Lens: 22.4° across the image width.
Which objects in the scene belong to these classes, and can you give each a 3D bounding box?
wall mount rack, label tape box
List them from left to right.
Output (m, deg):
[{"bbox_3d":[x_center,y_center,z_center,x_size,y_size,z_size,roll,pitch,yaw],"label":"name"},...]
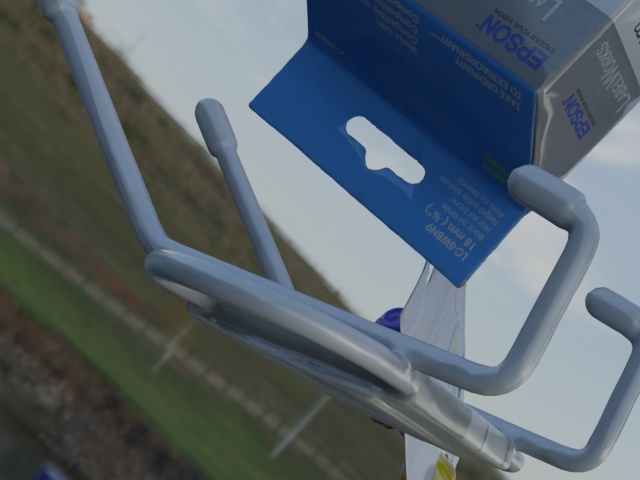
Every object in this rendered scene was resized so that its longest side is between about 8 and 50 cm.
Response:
[{"bbox_3d":[0.000,0.000,0.783,0.304,0.130,0.350,23,-8,24],"label":"wall mount rack"},{"bbox_3d":[0.116,-0.173,1.091,0.240,0.334,0.106,42,-4,33],"label":"label tape box"}]

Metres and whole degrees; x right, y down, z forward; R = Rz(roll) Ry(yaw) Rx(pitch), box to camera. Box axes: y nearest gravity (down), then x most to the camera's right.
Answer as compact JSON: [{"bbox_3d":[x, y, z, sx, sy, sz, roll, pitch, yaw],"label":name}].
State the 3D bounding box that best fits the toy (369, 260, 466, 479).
[{"bbox_3d":[0.065,0.105,1.175,0.056,0.137,0.237,7,-53,20],"label":"toy"}]
